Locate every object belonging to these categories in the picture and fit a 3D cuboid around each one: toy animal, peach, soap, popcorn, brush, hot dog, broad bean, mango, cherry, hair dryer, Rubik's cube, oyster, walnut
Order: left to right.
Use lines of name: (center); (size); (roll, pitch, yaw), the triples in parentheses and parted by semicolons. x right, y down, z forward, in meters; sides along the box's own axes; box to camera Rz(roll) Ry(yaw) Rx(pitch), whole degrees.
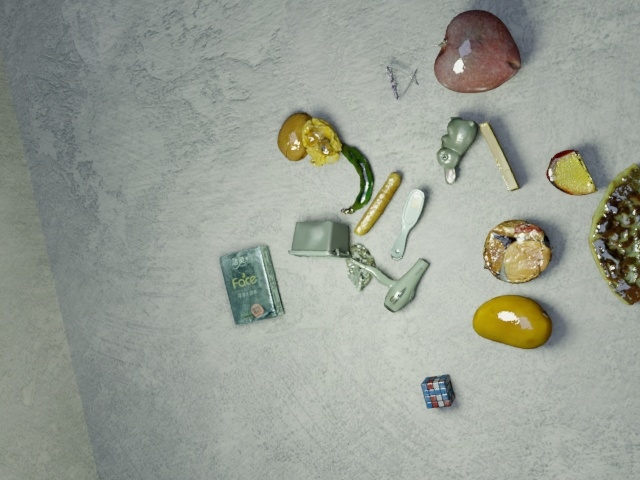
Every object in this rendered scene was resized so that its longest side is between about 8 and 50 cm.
walnut: (-0.114, -0.437, 1.960); (0.167, 0.087, 0.212); (23, 101, 26)
popcorn: (0.010, -0.384, 1.877); (0.140, 0.163, 0.194); (-27, 65, -17)
broad bean: (0.140, -0.248, 1.869); (0.143, 0.049, 0.292); (-2, 92, 26)
oyster: (0.155, 0.105, 1.871); (0.124, 0.064, 0.177); (-33, 77, 27)
hot dog: (0.221, -0.136, 1.818); (0.061, 0.087, 0.286); (36, 109, 14)
hair dryer: (0.281, 0.111, 1.787); (0.229, 0.092, 0.267); (-36, 87, 8)
brush: (0.333, -0.060, 1.789); (0.068, 0.060, 0.297); (27, 116, 22)
Rubik's cube: (0.434, 0.556, 1.740); (0.092, 0.092, 0.092); (-17, 85, 26)
toy animal: (0.471, -0.322, 1.673); (0.107, 0.138, 0.237); (20, 98, -11)
cherry: (0.522, -0.625, 1.587); (0.307, 0.221, 0.261); (21, 109, 10)
soap: (0.615, -0.287, 1.622); (0.037, 0.092, 0.252); (-25, 82, 26)
mango: (0.649, 0.270, 1.604); (0.254, 0.139, 0.176); (10, 93, 31)
peach: (0.818, -0.216, 1.532); (0.172, 0.092, 0.127); (38, 112, 7)

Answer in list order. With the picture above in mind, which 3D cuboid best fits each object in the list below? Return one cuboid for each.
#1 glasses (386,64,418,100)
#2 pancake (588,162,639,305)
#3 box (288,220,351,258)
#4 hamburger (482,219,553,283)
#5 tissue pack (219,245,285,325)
glasses: (0.313, -0.603, 1.767); (0.103, 0.062, 0.140); (-14, 87, 24)
pancake: (1.006, -0.027, 1.478); (0.304, 0.067, 0.427); (-15, 85, 17)
box: (0.000, 0.000, 1.874); (0.243, 0.163, 0.135); (-1, 82, 39)
hamburger: (0.666, 0.038, 1.606); (0.230, 0.106, 0.231); (2, 96, 22)
tissue pack: (-0.300, 0.196, 2.063); (0.227, 0.103, 0.316); (-16, 86, 23)
